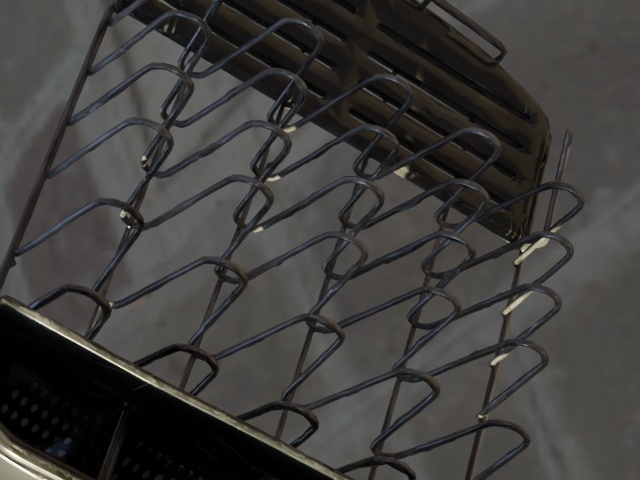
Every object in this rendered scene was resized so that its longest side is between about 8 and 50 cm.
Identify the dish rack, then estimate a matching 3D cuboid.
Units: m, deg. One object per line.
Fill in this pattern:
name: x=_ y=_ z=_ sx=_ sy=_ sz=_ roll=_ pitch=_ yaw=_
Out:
dish rack: x=0.000 y=0.000 z=0.623 sx=0.074 sy=0.208 sz=0.271 roll=-35 pitch=31 yaw=49
